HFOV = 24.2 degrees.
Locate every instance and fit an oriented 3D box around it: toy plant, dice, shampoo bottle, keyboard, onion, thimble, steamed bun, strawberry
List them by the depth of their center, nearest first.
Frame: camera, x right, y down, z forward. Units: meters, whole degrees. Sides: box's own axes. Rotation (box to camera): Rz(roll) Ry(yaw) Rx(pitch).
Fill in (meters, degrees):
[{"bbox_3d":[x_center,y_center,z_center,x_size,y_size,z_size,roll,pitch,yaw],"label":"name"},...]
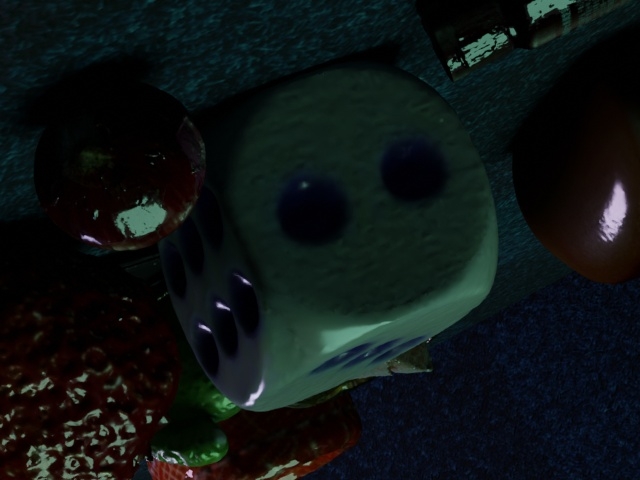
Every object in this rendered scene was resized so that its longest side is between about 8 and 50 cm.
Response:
[{"bbox_3d":[-0.149,-0.054,1.106,0.131,0.131,0.131,-26,168,-6],"label":"onion"},{"bbox_3d":[0.241,-0.239,1.266,0.323,0.084,0.129,-27,166,4],"label":"shampoo bottle"},{"bbox_3d":[-0.271,0.117,1.349,0.257,0.257,0.277,-33,136,26],"label":"strawberry"},{"bbox_3d":[0.000,0.000,1.392,0.251,0.243,0.259,-22,170,-24],"label":"dice"},{"bbox_3d":[-0.219,0.039,1.587,0.230,0.025,0.093,-18,164,-36],"label":"keyboard"},{"bbox_3d":[-0.218,0.197,1.819,0.316,0.224,0.184,-29,146,20],"label":"toy plant"},{"bbox_3d":[0.397,-0.088,1.833,0.235,0.248,0.379,-22,168,-18],"label":"steamed bun"},{"bbox_3d":[-0.118,0.295,2.392,0.350,0.231,0.350,-26,167,-7],"label":"thimble"}]

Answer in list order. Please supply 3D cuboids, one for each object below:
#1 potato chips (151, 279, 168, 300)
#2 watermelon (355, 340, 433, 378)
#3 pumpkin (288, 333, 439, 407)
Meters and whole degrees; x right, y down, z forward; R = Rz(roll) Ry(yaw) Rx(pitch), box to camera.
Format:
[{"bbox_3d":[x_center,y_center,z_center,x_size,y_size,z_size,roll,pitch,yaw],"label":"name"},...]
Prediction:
[{"bbox_3d":[-0.183,0.059,1.677,0.209,0.026,0.142,-17,-175,6],"label":"potato chips"},{"bbox_3d":[0.018,0.056,1.658,0.193,0.232,0.310,-6,-147,7],"label":"watermelon"},{"bbox_3d":[0.028,0.088,1.916,0.320,0.192,0.320,-29,170,-6],"label":"pumpkin"}]
